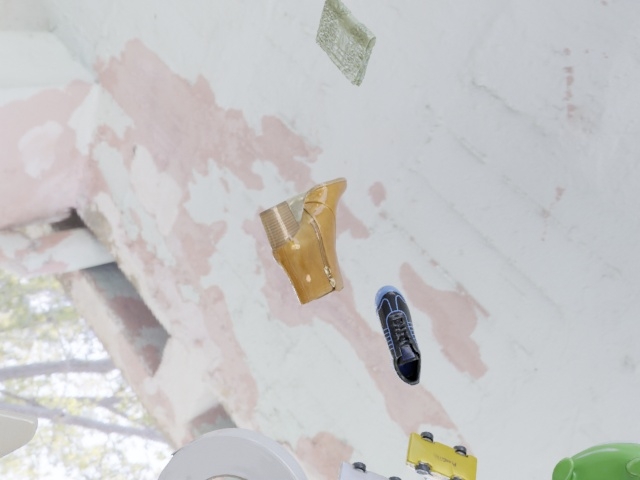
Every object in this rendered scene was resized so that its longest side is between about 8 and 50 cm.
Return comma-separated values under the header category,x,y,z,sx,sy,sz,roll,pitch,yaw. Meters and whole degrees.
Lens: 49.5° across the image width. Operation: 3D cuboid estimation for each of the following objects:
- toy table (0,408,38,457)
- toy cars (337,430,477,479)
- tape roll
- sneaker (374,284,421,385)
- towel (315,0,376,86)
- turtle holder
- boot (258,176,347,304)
category,x,y,z,sx,sy,sz,roll,pitch,yaw
toy table,-0.529,0.291,0.937,0.252,0.274,0.161,9,-99,63
toy cars,0.199,0.569,1.653,0.176,0.393,0.087,61,-36,25
tape roll,-0.205,0.635,1.609,0.391,0.072,0.392,0,-92,12
sneaker,0.185,0.218,1.578,0.090,0.081,0.232,-136,-151,-73
towel,0.039,-0.313,1.091,0.110,0.027,0.148,49,-13,8
turtle holder,0.500,0.475,1.168,0.320,0.227,0.243,-46,-121,22
boot,0.000,0.000,1.404,0.104,0.295,0.211,-21,-83,37
